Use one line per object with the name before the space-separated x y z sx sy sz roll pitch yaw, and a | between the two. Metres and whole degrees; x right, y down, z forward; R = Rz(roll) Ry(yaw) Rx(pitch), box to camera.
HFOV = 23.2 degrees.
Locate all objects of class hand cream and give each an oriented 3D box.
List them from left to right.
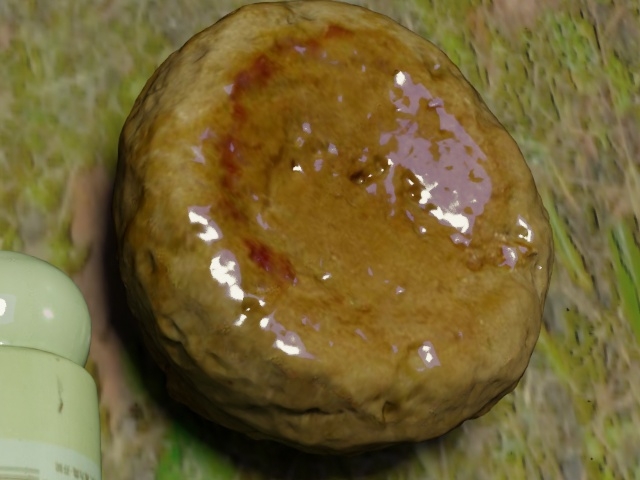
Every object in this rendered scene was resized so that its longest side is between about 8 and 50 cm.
hand cream | -0.124 0.151 0.622 0.093 0.147 0.306 -16 63 10

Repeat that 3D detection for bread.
bread | 0.000 0.000 0.760 0.230 0.123 0.230 12 64 -25
